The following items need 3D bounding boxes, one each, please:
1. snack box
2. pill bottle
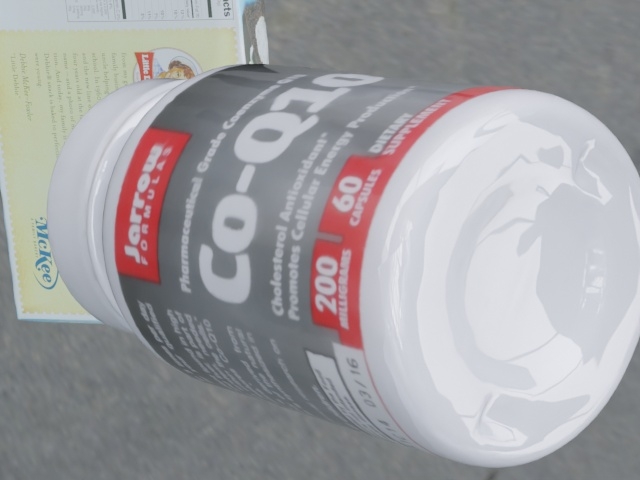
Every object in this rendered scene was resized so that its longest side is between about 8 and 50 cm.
[{"bbox_3d":[-0.128,-0.100,1.336,0.187,0.060,0.322,1,109,15],"label":"snack box"},{"bbox_3d":[0.000,0.000,0.923,0.161,0.283,0.161,-7,102,-38],"label":"pill bottle"}]
